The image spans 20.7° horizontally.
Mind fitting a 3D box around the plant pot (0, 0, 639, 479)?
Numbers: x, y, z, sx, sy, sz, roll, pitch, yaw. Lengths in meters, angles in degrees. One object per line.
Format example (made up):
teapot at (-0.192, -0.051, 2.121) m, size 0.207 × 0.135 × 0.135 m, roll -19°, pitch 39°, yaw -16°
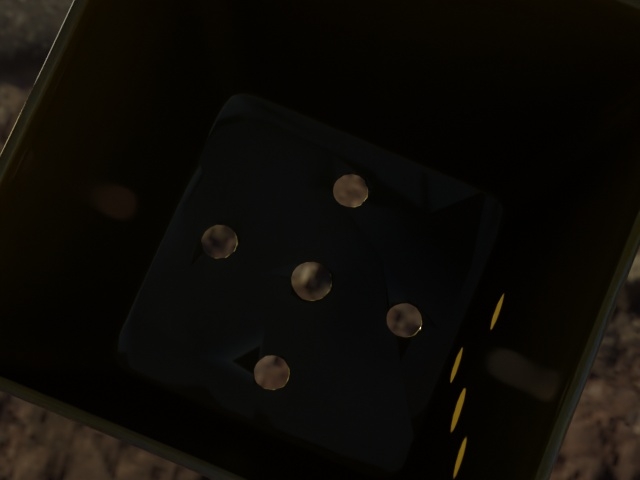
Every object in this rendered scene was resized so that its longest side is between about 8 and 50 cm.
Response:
plant pot at (0.000, 0.000, 0.681) m, size 0.187 × 0.212 × 0.212 m, roll 96°, pitch -163°, yaw -78°
